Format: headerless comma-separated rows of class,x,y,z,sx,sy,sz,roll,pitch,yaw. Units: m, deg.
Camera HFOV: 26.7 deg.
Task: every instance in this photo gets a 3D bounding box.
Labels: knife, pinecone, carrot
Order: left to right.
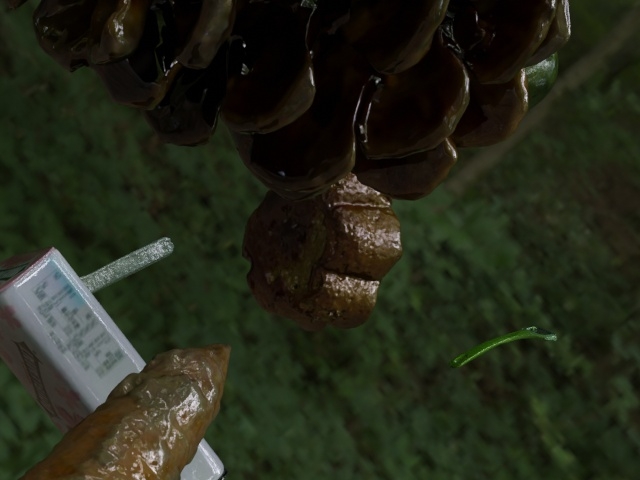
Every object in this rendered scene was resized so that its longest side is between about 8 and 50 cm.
carrot,-0.129,0.145,0.944,0.102,0.263,0.102,14,-54,20
pinecone,-0.012,-0.143,0.603,0.244,0.244,0.309,48,21,23
knife,0.263,0.155,2.003,0.078,0.166,0.023,-170,-115,-70

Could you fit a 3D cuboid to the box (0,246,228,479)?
box,-0.282,0.186,1.672,0.370,0.112,0.190,55,-27,-13

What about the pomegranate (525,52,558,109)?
pomegranate,0.256,-0.292,2.025,0.187,0.187,0.225,160,-81,-79

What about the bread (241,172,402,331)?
bread,0.008,0.006,1.794,0.135,0.246,0.232,10,47,-43

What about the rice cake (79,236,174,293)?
rice cake,-0.279,0.040,1.871,0.029,0.170,0.033,63,-24,1
